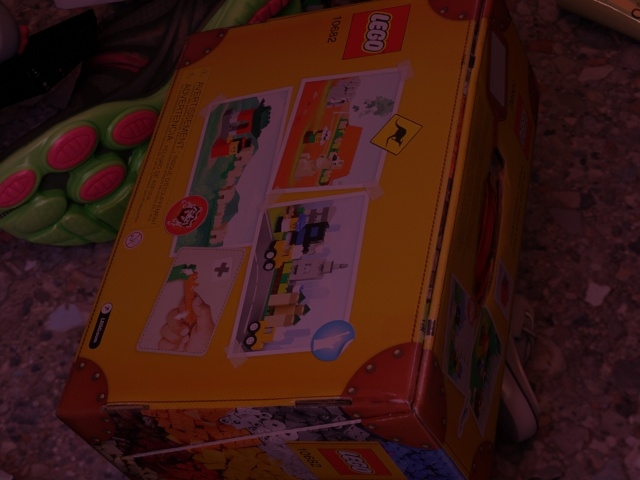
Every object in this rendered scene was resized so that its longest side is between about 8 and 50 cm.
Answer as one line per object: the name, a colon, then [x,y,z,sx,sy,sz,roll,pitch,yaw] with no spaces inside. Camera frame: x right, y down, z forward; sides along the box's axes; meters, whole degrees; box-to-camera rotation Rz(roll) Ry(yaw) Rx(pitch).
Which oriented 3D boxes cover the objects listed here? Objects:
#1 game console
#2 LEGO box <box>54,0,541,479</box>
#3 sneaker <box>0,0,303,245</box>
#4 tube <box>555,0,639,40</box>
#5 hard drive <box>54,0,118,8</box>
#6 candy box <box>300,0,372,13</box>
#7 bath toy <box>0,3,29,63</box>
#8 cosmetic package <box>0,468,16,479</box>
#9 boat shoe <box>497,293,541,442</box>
game console: [-0.411,-0.139,1.430,0.213,0.044,0.361,-7,36,50]
LEGO box: [0.000,0.000,1.260,0.372,0.193,0.500,-5,53,27]
sneaker: [-0.223,-0.167,1.521,0.202,0.185,0.483,21,53,42]
tube: [0.428,-0.291,1.612,0.240,0.062,0.070,28,100,17]
hard drive: [-0.203,-0.391,1.647,0.203,0.040,0.307,-4,30,20]
candy box: [0.057,-0.465,1.597,0.122,0.317,0.268,9,51,-19]
bath toy: [-0.482,-0.228,1.499,0.348,0.151,0.129,-9,6,42]
cosmetic package: [-0.407,0.245,1.229,0.238,0.127,0.107,21,57,21]
boat shoe: [0.187,0.092,1.324,0.088,0.096,0.267,-19,46,-4]
